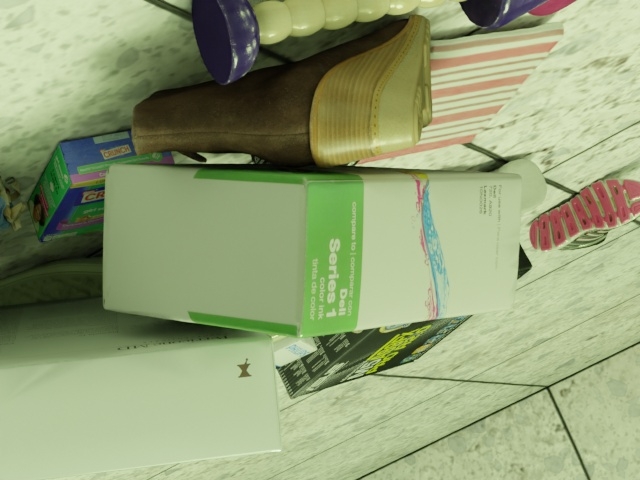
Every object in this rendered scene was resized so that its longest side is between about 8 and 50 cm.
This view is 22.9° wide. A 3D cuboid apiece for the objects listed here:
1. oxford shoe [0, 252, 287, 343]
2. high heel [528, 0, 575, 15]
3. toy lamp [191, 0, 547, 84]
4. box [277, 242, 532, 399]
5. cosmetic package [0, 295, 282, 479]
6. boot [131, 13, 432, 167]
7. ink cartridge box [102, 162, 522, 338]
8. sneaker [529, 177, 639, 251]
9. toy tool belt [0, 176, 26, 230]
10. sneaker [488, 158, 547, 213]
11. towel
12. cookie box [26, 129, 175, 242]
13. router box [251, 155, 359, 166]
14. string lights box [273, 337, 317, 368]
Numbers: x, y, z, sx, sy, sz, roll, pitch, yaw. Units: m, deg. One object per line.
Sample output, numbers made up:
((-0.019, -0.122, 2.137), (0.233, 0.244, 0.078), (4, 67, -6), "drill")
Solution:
((-0.163, 0.069, 1.479), (0.449, 0.169, 0.130), (-21, -171, -4), "oxford shoe")
((0.230, -0.206, 1.169), (0.082, 0.117, 0.244), (-12, 161, -33), "high heel")
((0.049, -0.170, 1.112), (0.275, 0.080, 0.080), (-16, 162, -20), "toy lamp")
((0.097, 0.090, 1.912), (0.216, 0.060, 0.270), (-13, 159, -40), "box")
((-0.234, 0.115, 1.263), (0.377, 0.097, 0.284), (-6, -174, -7), "cosmetic package")
((-0.022, -0.116, 1.188), (0.207, 0.090, 0.248), (0, -162, 8), "boot")
((0.000, 0.000, 1.230), (0.201, 0.117, 0.278), (5, -175, 39), "ink cartridge box")
((0.346, -0.032, 1.979), (0.170, 0.063, 0.075), (-28, 163, 34), "sneaker")
((-0.254, -0.023, 1.217), (0.052, 0.051, 0.083), (-24, 164, 4), "toy tool belt")
((0.142, -0.030, 1.699), (0.212, 0.080, 0.094), (-13, 172, -36), "sneaker")
((0.114, -0.133, 1.411), (0.144, 0.029, 0.197), (-13, 159, -30), "towel")
((-0.177, -0.045, 1.269), (0.092, 0.040, 0.107), (-13, 160, -29), "cookie box")
((0.006, -0.093, 1.366), (0.092, 0.038, 0.122), (-12, 161, -30), "router box")
((-0.151, 0.102, 1.602), (0.260, 0.133, 0.077), (-25, 163, 8), "string lights box")
